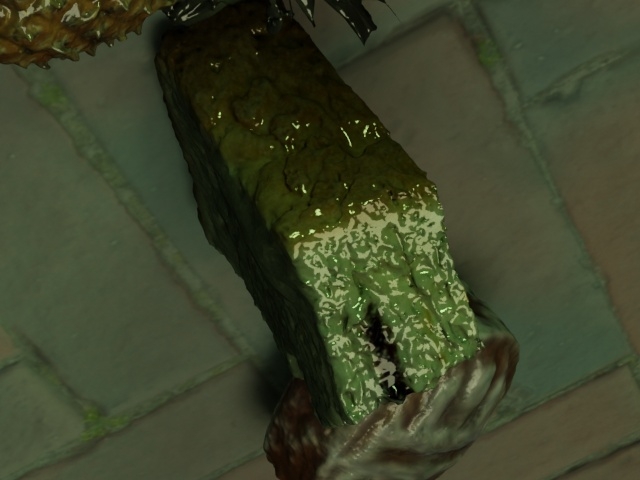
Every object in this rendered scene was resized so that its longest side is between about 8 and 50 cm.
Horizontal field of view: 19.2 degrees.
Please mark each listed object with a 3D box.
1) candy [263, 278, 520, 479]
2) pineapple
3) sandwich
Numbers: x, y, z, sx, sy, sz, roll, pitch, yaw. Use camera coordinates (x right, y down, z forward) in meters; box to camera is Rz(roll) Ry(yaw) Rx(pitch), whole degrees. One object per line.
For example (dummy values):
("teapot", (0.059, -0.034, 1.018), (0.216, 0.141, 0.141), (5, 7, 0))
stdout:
("candy", (0.066, 0.159, 1.863), (0.214, 0.157, 0.289), (0, 133, -48))
("pineapple", (-0.084, -0.206, 1.334), (0.365, 0.165, 0.165), (-6, 141, -25))
("sandwich", (0.000, -0.001, 1.487), (0.131, 0.325, 0.262), (-27, 144, -12))
